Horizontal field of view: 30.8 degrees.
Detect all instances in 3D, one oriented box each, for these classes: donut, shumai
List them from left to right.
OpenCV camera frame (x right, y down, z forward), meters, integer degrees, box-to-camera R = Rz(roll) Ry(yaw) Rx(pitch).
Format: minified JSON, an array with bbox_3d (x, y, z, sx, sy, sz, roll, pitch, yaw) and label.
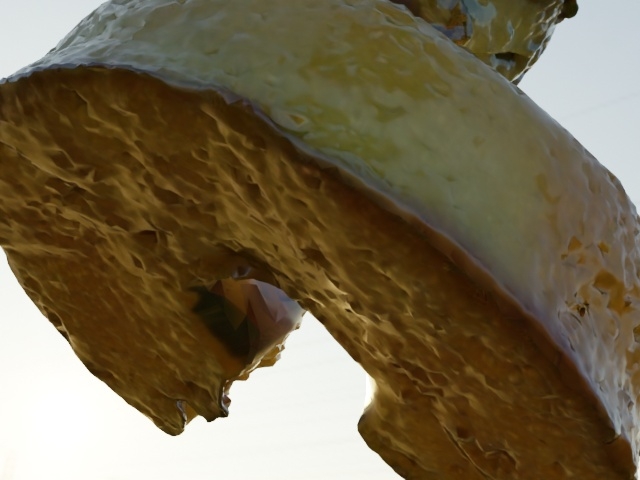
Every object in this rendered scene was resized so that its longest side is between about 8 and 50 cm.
[{"bbox_3d":[0.000,0.000,0.684,0.435,0.163,0.378,15,-34,29],"label":"donut"},{"bbox_3d":[0.090,-0.176,0.818,0.184,0.184,0.142,4,13,11],"label":"shumai"}]
